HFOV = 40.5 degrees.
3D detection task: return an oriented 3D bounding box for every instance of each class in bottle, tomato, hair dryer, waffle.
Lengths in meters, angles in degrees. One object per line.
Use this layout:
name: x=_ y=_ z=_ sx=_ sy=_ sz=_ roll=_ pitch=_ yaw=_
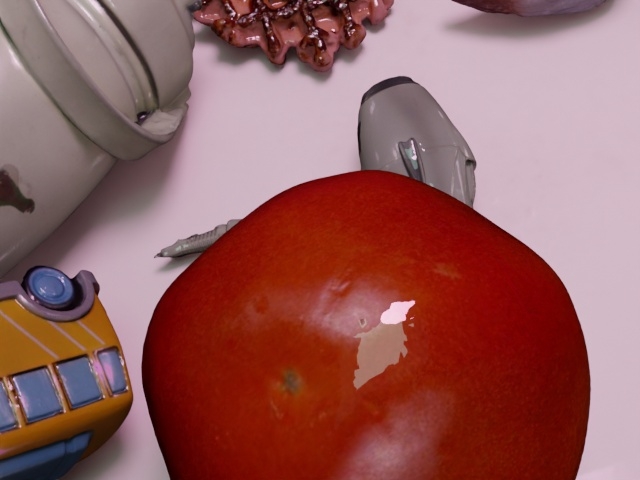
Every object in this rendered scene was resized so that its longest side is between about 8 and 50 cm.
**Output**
bottle: x=-0.238 y=-0.123 z=0.724 sx=0.229 sy=0.229 sz=0.351 roll=36 pitch=64 yaw=22
tomato: x=0.019 y=0.099 z=0.548 sx=0.298 sy=0.226 sz=0.299 roll=-3 pitch=81 yaw=20
hair dryer: x=0.030 y=0.020 z=0.703 sx=0.267 sy=0.092 sz=0.229 roll=-37 pitch=70 yaw=3
waffle: x=-0.036 y=-0.271 z=0.861 sx=0.234 sy=0.055 sz=0.221 roll=23 pitch=65 yaw=12

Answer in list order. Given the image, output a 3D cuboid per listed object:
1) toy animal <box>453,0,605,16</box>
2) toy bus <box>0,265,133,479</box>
toy animal: x=0.248 y=-0.268 z=0.804 sx=0.324 sy=0.090 sz=0.195 roll=21 pitch=67 yaw=19
toy bus: x=-0.235 y=0.110 z=0.603 sx=0.209 sy=0.126 sz=0.136 roll=-10 pitch=60 yaw=-50
